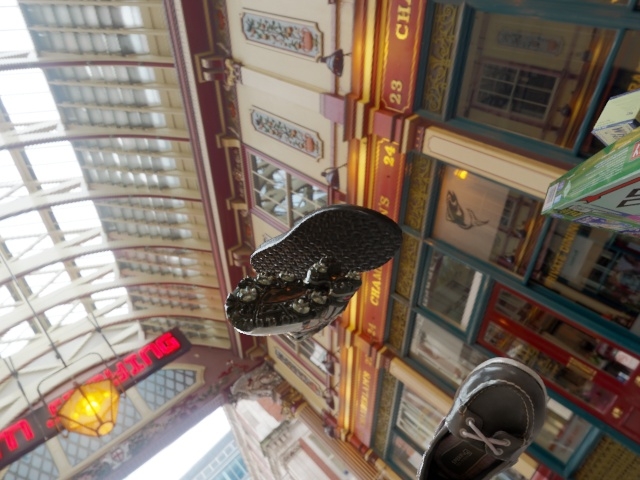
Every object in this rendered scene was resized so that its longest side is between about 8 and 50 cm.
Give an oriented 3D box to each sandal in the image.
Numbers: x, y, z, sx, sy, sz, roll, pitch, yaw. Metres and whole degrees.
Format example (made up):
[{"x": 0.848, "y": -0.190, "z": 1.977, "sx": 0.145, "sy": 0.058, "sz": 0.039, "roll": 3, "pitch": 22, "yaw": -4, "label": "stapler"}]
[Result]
[{"x": -0.002, "y": -0.001, "z": 0.984, "sx": 0.168, "sy": 0.445, "sz": 0.107, "roll": 50, "pitch": -131, "yaw": -21, "label": "sandal"}]

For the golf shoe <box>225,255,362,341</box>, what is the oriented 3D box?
[{"x": -0.033, "y": 0.107, "z": 0.638, "sx": 0.272, "sy": 0.105, "sz": 0.120, "roll": -7, "pitch": -54, "yaw": -55, "label": "golf shoe"}]

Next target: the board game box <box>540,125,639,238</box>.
[{"x": 0.346, "y": -0.035, "z": 0.360, "sx": 0.317, "sy": 0.213, "sz": 0.046, "roll": 19, "pitch": -92, "yaw": -77, "label": "board game box"}]

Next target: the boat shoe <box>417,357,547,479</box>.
[{"x": 0.216, "y": 0.293, "z": 0.606, "sx": 0.095, "sy": 0.112, "sz": 0.336, "roll": -46, "pitch": -25, "yaw": -39, "label": "boat shoe"}]

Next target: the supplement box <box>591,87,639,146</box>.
[{"x": 0.564, "y": -0.222, "z": 0.784, "sx": 0.056, "sy": 0.083, "sz": 0.083, "roll": 34, "pitch": -98, "yaw": -14, "label": "supplement box"}]
